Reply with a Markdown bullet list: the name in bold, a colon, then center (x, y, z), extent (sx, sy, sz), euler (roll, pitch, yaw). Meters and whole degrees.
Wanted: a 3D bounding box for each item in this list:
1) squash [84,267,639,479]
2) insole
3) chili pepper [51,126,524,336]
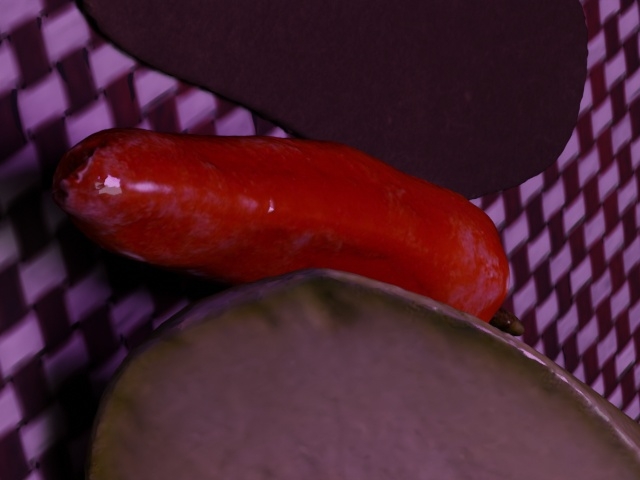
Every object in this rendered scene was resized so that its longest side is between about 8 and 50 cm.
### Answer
- **squash**: center (0.043, 0.132, 0.606), extent (0.260, 0.189, 0.189), euler (33, 72, -59)
- **insole**: center (0.019, -0.075, 0.670), extent (0.328, 0.007, 0.111), euler (13, 87, -56)
- **chili pepper**: center (0.000, 0.000, 0.606), extent (0.272, 0.071, 0.063), euler (20, 77, -54)
